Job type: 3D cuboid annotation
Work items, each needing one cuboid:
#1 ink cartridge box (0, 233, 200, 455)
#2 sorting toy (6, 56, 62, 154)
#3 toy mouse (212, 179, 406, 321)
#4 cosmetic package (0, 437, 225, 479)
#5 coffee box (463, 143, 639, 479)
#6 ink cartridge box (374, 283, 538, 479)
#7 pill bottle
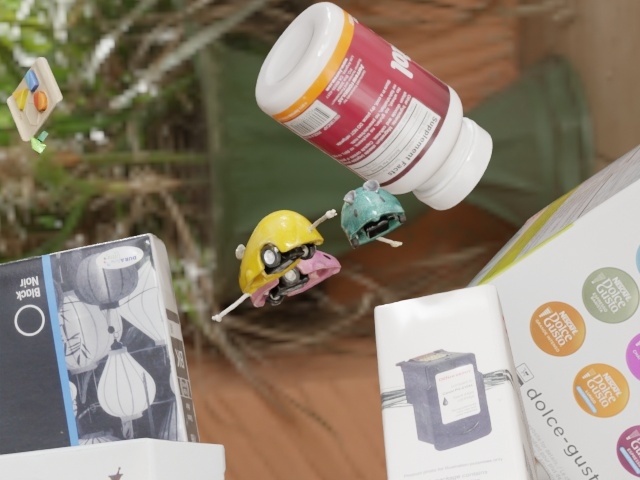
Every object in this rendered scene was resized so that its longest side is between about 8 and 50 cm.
[{"bbox_3d":[-0.172,0.172,1.226,0.065,0.165,0.333,54,-155,-80],"label":"ink cartridge box"},{"bbox_3d":[-0.263,-0.121,1.509,0.062,0.012,0.083,-45,55,28],"label":"sorting toy"},{"bbox_3d":[0.000,0.000,0.997,0.161,0.143,0.031,-40,73,40],"label":"toy mouse"},{"bbox_3d":[-0.232,0.281,0.997,0.097,0.377,0.284,23,-119,-61],"label":"cosmetic package"},{"bbox_3d":[0.375,0.073,1.534,0.338,0.334,0.338,54,-154,0],"label":"coffee box"},{"bbox_3d":[0.110,0.177,1.215,0.237,0.100,0.172,-93,-11,-47],"label":"ink cartridge box"},{"bbox_3d":[0.038,-0.086,1.097,0.086,0.152,0.086,-43,27,29],"label":"pill bottle"}]
